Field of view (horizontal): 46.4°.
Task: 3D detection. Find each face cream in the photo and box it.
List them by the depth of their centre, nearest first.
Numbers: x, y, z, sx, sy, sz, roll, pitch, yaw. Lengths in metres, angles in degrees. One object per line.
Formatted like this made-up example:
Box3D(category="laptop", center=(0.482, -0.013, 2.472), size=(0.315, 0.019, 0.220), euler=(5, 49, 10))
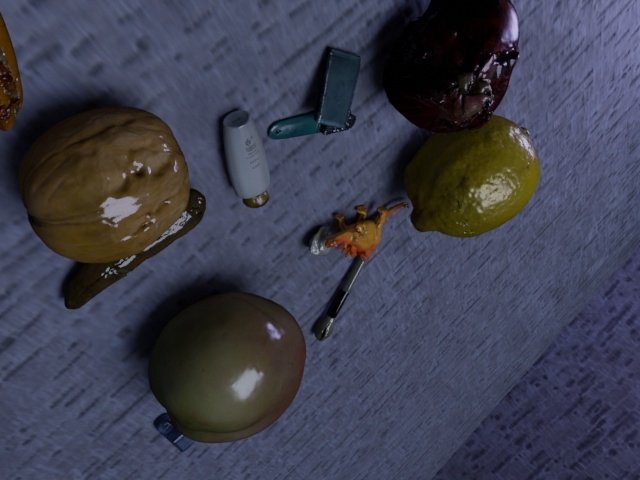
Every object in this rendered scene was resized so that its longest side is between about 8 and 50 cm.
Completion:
Box3D(category="face cream", center=(-0.121, -0.130, 1.230), size=(0.072, 0.051, 0.182), euler=(-37, 144, -22))

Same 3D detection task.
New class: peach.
Box3D(category="peach", center=(-0.162, 0.231, 1.358), size=(0.292, 0.247, 0.292), euler=(-11, 128, -15))

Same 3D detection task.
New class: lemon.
Box3D(category="lemon", center=(0.316, -0.132, 1.575), size=(0.320, 0.245, 0.245), euler=(-38, 146, -6))

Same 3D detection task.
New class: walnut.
Box3D(category="walnut", center=(-0.278, -0.074, 0.982), size=(0.222, 0.195, 0.195), euler=(-36, 145, -33))

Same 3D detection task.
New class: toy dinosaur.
Box3D(category="toy dinosaur", center=(0.097, -0.013, 1.587), size=(0.288, 0.070, 0.117), euler=(-23, 130, -50))

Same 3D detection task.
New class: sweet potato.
Box3D(category="sweet potato", center=(-0.289, 0.010, 1.155), size=(0.273, 0.075, 0.075), euler=(-41, 146, -10))

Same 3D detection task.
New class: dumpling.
Box3D(category="dumpling", center=(0.001, 0.000, 1.516), size=(0.077, 0.043, 0.059), euler=(-6, 105, -43))

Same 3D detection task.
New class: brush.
Box3D(category="brush", center=(-0.009, -0.200, 1.313), size=(0.193, 0.032, 0.043), euler=(-20, 137, -40))
Box3D(category="brush", center=(0.062, 0.103, 1.692), size=(0.042, 0.039, 0.299), euler=(7, 116, -51))

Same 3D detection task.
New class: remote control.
Box3D(category="remote control", center=(-0.304, 0.404, 1.565), size=(0.043, 0.027, 0.152), euler=(-46, 149, -15))

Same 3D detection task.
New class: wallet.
Box3D(category="wallet", center=(0.027, -0.260, 1.283), size=(0.088, 0.026, 0.129), euler=(0, 105, -50))

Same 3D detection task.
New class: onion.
Box3D(category="onion", center=(0.243, -0.322, 1.322), size=(0.221, 0.281, 0.281), euler=(31, 100, -16))

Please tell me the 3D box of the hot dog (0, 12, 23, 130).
Box3D(category="hot dog", center=(-0.388, -0.216, 0.806), size=(0.102, 0.076, 0.249), euler=(-30, 143, -23))
